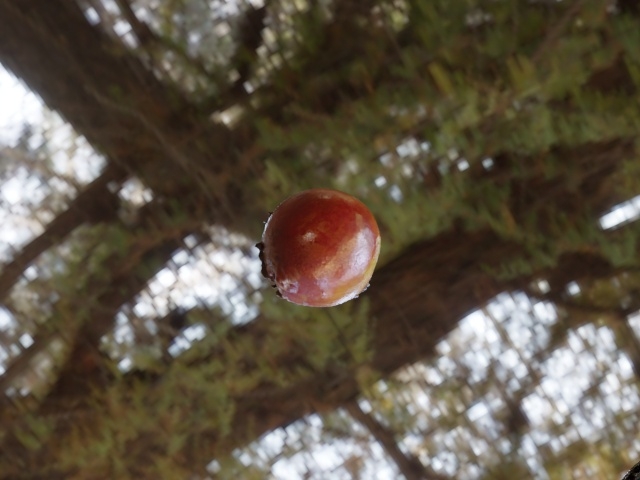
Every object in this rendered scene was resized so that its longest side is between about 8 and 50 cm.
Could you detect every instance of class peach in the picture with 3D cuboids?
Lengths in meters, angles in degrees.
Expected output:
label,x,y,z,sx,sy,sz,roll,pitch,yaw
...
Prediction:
label,x,y,z,sx,sy,sz,roll,pitch,yaw
peach,0.001,-0.001,1.066,0.098,0.098,0.061,-57,177,-34

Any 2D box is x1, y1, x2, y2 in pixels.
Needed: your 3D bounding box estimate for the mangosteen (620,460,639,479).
label,x,y,z,sx,sy,sz,roll,pitch,yaw
mangosteen,0.227,0.202,0.845,0.166,0.166,0.180,0,-167,41
